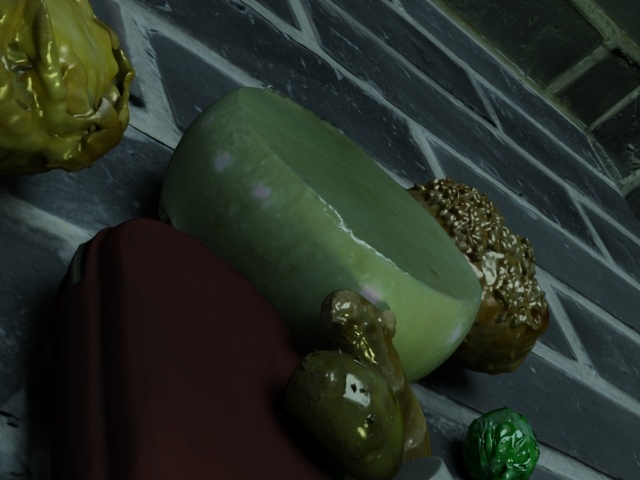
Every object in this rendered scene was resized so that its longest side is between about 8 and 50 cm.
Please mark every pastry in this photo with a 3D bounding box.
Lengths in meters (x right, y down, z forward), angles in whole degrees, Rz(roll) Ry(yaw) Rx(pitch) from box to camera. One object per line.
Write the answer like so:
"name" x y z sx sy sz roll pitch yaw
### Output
"pastry" 0.182 0.039 1.567 0.255 0.162 0.311 57 2 13

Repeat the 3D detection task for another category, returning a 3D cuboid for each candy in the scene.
"candy" 0.192 0.302 1.376 0.097 0.097 0.323 43 29 -18

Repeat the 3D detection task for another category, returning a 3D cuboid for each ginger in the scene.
"ginger" 0.046 0.179 1.120 0.086 0.131 0.295 10 -61 58

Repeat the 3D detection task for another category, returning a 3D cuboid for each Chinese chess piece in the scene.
"Chinese chess piece" 0.000 0.000 1.288 0.349 0.146 0.349 38 15 -12

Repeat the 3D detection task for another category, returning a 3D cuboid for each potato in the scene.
"potato" 0.027 0.138 1.008 0.138 0.070 0.092 46 20 -43

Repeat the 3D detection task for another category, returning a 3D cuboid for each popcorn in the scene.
"popcorn" -0.265 -0.158 1.043 0.250 0.190 0.250 52 1 -2

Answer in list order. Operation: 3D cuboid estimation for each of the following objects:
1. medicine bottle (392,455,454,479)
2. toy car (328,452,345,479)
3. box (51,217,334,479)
"medicine bottle" 0.107 0.310 1.033 0.250 0.131 0.131 63 21 -3
"toy car" 0.044 0.201 1.240 0.165 0.062 0.071 26 31 -48
"box" -0.093 0.159 0.965 0.263 0.108 0.404 39 23 -34
